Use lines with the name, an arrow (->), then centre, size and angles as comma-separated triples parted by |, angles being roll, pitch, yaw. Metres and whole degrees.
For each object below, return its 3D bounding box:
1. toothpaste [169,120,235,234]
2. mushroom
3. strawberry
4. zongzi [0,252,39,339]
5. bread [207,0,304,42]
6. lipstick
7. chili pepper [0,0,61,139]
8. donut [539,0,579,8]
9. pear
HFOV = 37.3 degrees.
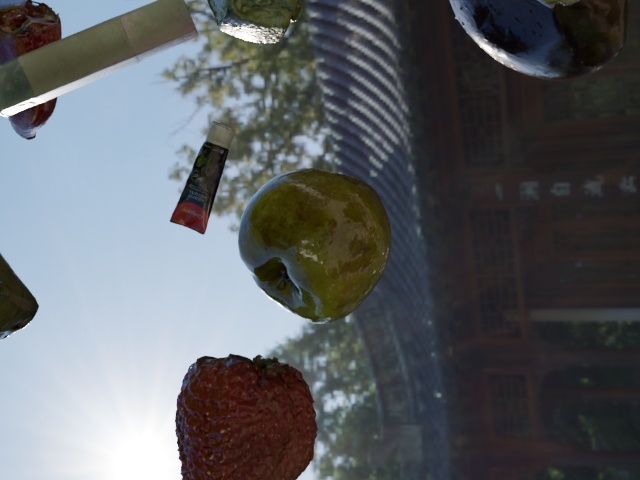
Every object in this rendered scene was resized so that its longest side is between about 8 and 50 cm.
toothpaste -> -0.200, -0.110, 1.663 | 0.193, 0.071, 0.045 | -68, -14, 2
mushroom -> 0.358, -0.426, 1.614 | 0.239, 0.345, 0.345 | -21, -69, -36
strawberry -> -0.165, 0.413, 2.003 | 0.267, 0.312, 0.351 | 92, -173, -60
zongzi -> -0.660, 0.105, 1.603 | 0.274, 0.300, 0.145 | 48, -171, 19
bread -> -0.087, -0.387, 1.391 | 0.257, 0.124, 0.186 | -100, 32, -46
lipstick -> -0.341, -0.277, 1.413 | 0.066, 0.317, 0.068 | -152, 39, -86
chili pepper -> -0.505, -0.286, 1.652 | 0.136, 0.144, 0.253 | -81, -6, -58
donut -> 0.203, -0.274, 0.748 | 0.174, 0.068, 0.174 | -39, -32, -30
pear -> 0.000, 0.000, 1.864 | 0.304, 0.304, 0.304 | -2, -90, -70
